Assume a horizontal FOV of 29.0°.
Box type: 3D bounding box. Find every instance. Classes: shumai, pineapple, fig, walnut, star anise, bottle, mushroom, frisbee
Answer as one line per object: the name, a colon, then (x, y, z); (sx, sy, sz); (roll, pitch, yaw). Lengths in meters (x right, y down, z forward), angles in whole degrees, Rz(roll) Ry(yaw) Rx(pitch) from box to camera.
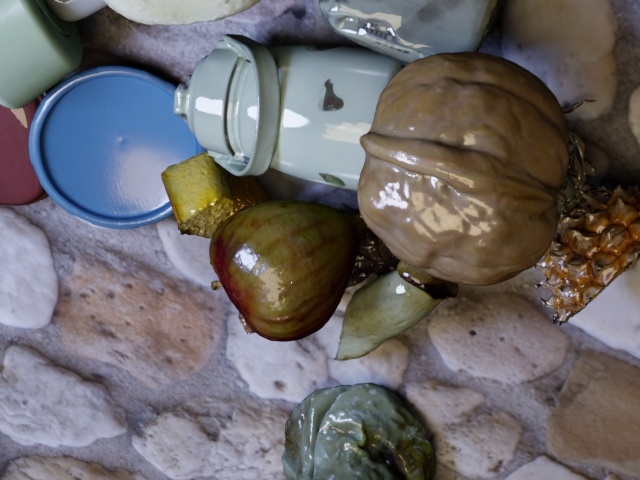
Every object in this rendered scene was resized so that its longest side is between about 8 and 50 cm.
shumai: (0.035, 0.430, 2.098); (0.304, 0.263, 0.309); (-29, 104, 28)
pineapple: (0.341, -0.060, 1.768); (0.271, 0.262, 0.262); (48, 123, 7)
fig: (0.000, 0.000, 1.850); (0.321, 0.217, 0.217); (-34, 105, -6)
walnut: (0.182, -0.097, 1.601); (0.285, 0.285, 0.296); (16, 93, 12)
star anise: (0.107, 0.017, 1.961); (0.212, 0.073, 0.196); (20, 125, 6)
bottle: (-0.049, -0.195, 1.815); (0.352, 0.229, 0.229); (12, 120, 14)
mushroom: (0.092, 0.113, 1.940); (0.107, 0.087, 0.333); (24, 148, -20)
frisbee: (-0.326, -0.154, 2.018); (0.290, 0.049, 0.289); (-2, 118, -3)

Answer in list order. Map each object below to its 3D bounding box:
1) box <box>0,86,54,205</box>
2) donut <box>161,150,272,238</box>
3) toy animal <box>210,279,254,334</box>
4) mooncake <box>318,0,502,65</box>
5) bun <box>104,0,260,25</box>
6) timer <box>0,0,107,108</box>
box: (-0.621, -0.190, 2.095); (0.404, 0.108, 0.263); (7, 119, 17)
donut: (-0.164, -0.071, 1.949); (0.101, 0.259, 0.152); (-36, 67, 17)
toy animal: (-0.109, 0.079, 2.038); (0.255, 0.114, 0.116); (0, 109, 42)
mooncake: (0.130, -0.367, 1.692); (0.250, 0.136, 0.254); (20, 96, 5)
bun: (-0.163, -0.449, 1.628); (0.349, 0.352, 0.227); (-20, 128, 5)
timer: (-0.391, -0.390, 1.845); (0.315, 0.291, 0.290); (-26, 107, 5)
